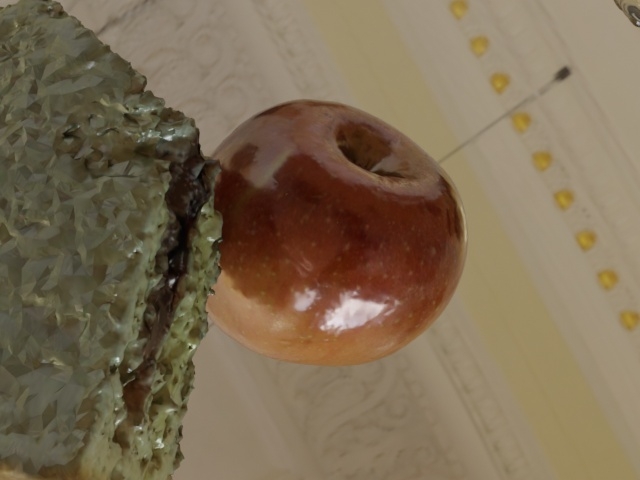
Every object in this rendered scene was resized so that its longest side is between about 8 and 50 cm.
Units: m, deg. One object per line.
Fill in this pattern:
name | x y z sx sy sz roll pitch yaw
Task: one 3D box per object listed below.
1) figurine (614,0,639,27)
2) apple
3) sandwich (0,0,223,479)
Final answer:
figurine | 0.370 -0.174 1.194 0.315 0.168 0.187 49 -173 22
apple | 0.000 0.000 0.941 0.201 0.162 0.201 23 -152 -13
sandwich | -0.201 0.004 0.832 0.131 0.262 0.325 55 -138 -64
